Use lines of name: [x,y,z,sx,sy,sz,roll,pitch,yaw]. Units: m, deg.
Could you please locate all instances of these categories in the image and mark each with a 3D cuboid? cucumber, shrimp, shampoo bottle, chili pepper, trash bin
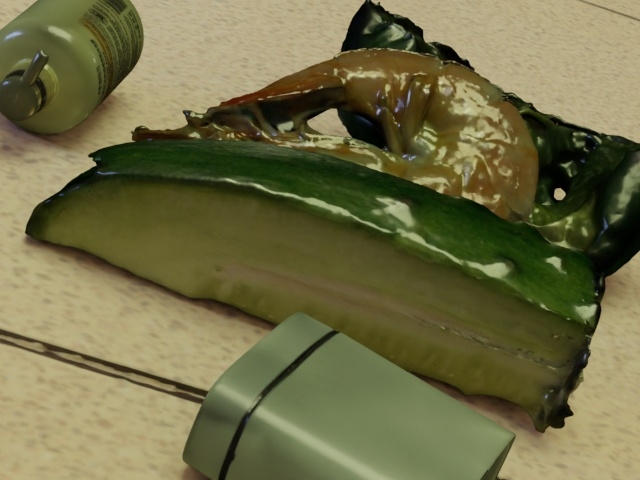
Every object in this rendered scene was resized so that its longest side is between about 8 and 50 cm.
cucumber: [0.001,-0.003,0.916,0.325,0.105,0.145,17,26,0]
shrimp: [0.010,-0.062,1.023,0.267,0.145,0.061,3,-16,2]
shampoo bottle: [-0.173,-0.116,1.028,0.079,0.079,0.162,21,26,1]
chili pepper: [0.118,-0.063,1.114,0.264,0.116,0.148,35,67,13]
trash bin: [0.016,0.101,0.768,0.130,0.059,0.116,29,29,14]
